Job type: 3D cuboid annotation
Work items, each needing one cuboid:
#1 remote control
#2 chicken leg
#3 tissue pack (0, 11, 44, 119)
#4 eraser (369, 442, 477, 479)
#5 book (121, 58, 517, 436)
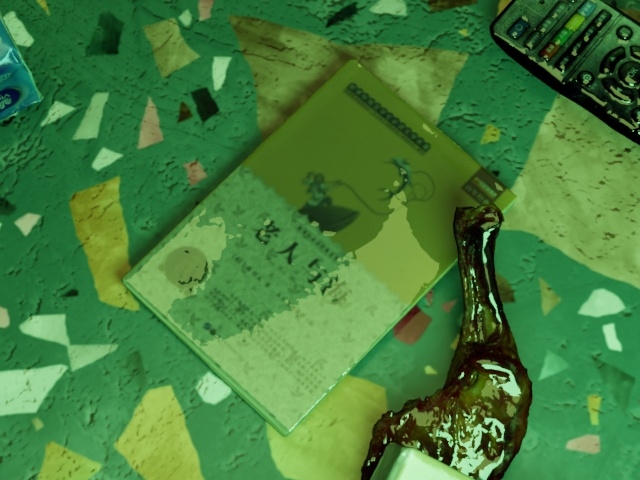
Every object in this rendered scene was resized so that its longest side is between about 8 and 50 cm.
[{"bbox_3d":[0.389,-0.172,1.788,0.399,0.062,0.144,38,73,15],"label":"remote control"},{"bbox_3d":[0.146,0.162,1.628,0.158,0.096,0.407,20,81,-11],"label":"chicken leg"},{"bbox_3d":[-0.485,-0.201,1.760,0.263,0.146,0.198,-28,70,-8],"label":"tissue pack"},{"bbox_3d":[0.195,0.339,1.531,0.343,0.078,0.144,27,81,-7],"label":"eraser"},{"bbox_3d":[0.000,0.000,1.741,0.269,0.032,0.389,41,75,13],"label":"book"}]
